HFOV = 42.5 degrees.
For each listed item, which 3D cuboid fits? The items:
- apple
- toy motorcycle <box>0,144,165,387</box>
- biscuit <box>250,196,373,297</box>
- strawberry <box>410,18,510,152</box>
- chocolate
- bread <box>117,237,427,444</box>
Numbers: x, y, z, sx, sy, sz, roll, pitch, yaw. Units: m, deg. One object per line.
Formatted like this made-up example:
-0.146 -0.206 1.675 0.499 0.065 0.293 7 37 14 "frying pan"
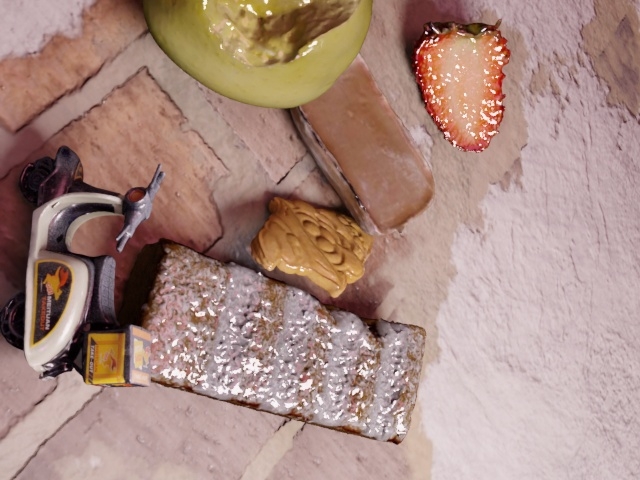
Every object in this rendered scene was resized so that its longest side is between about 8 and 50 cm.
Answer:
-0.071 -0.299 0.989 0.279 0.279 0.279 6 80 -36 "apple"
-0.252 0.023 0.873 0.157 0.091 0.263 -2 76 6 "toy motorcycle"
0.000 0.000 1.087 0.162 0.035 0.250 52 31 15 "biscuit"
0.209 -0.249 1.303 0.167 0.087 0.208 -2 111 -17 "strawberry"
0.047 -0.126 1.153 0.161 0.083 0.261 -31 92 -36 "chocolate"
-0.051 0.136 1.025 0.417 0.113 0.165 21 69 -31 "bread"
